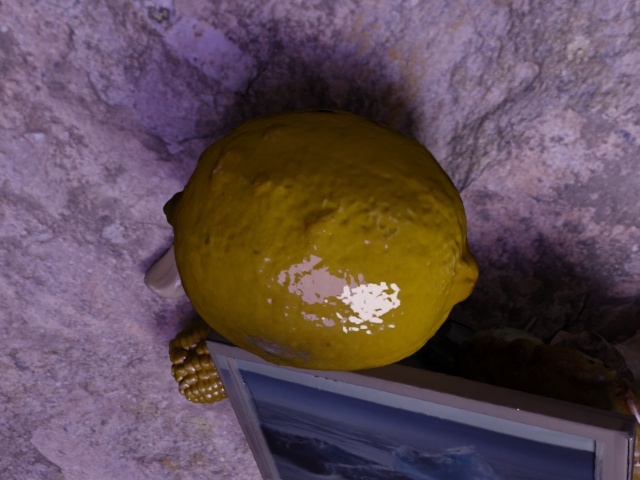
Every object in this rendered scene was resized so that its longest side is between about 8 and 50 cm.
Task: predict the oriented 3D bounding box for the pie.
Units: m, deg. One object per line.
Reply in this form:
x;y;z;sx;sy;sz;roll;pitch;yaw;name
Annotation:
0.275;0.231;1.081;0.288;0.103;0.355;24;142;30;pie

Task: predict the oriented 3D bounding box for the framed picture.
0.110;0.245;1.074;0.446;0.028;0.326;9;138;24;framed picture

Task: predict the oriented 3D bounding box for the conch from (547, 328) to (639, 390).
0.400;0.169;1.113;0.291;0.159;0.210;32;151;14;conch

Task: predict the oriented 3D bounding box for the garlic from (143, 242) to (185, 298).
-0.168;0.038;1.140;0.041;0.053;0.083;-9;148;-50;garlic

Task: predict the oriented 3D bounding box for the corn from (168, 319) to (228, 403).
-0.045;0.105;1.150;0.312;0.102;0.102;-24;125;21;corn

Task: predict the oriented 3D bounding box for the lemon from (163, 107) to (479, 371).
0.002;0.001;0.943;0.283;0.261;0.261;-9;130;15;lemon

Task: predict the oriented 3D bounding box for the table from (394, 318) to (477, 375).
0.094;0.154;1.196;0.146;0.062;0.175;31;130;-19;table
